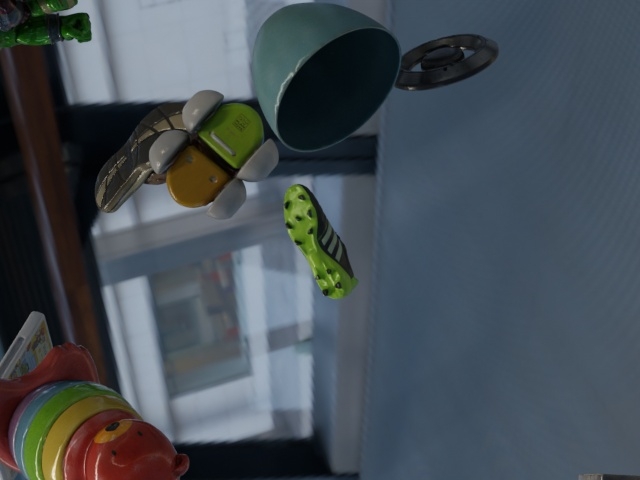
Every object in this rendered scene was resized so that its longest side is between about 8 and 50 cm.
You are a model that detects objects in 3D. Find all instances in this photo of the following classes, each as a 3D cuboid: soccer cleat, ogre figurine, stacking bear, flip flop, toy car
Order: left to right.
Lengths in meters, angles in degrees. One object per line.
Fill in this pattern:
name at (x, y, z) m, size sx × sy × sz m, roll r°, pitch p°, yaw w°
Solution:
ogre figurine at (-0.316, -0.236, 1.103) m, size 0.197 × 0.118 × 0.097 m, roll -10°, pitch -95°, yaw -78°
stacking bear at (-0.278, 0.253, 1.389) m, size 0.289 × 0.175 × 0.164 m, roll 13°, pitch 123°, yaw 49°
flip flop at (-0.280, -0.132, 1.904) m, size 0.277 × 0.080 × 0.112 m, roll -40°, pitch 45°, yaw 34°
toy car at (-0.153, -0.132, 1.713) m, size 0.159 × 0.182 × 0.136 m, roll 41°, pitch -166°, yaw -1°
soccer cleat at (0.000, 0.000, 1.650) m, size 0.072 × 0.060 × 0.179 m, roll -27°, pitch -87°, yaw -60°

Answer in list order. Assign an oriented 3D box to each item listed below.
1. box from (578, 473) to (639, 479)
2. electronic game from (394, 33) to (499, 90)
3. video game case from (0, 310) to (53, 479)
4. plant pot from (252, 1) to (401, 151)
box at (0.464, 0.414, 1.550) m, size 0.056 × 0.231 × 0.183 m, roll 154°, pitch 121°, yaw -64°
electronic game at (0.248, -0.360, 2.298) m, size 0.229 × 0.229 × 0.048 m, roll -133°, pitch 22°, yaw -62°
video game case at (-0.484, 0.259, 1.827) m, size 0.227 × 0.026 × 0.206 m, roll 92°, pitch -163°, yaw -49°
plant pot at (-0.017, -0.343, 2.177) m, size 0.195 × 0.290 × 0.290 m, roll 50°, pitch 155°, yaw 29°
